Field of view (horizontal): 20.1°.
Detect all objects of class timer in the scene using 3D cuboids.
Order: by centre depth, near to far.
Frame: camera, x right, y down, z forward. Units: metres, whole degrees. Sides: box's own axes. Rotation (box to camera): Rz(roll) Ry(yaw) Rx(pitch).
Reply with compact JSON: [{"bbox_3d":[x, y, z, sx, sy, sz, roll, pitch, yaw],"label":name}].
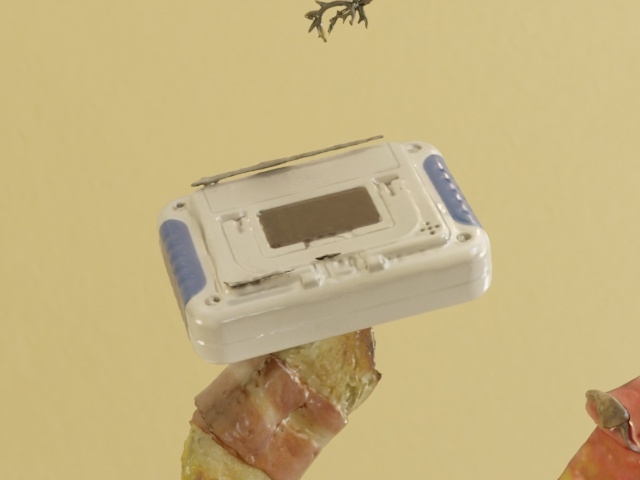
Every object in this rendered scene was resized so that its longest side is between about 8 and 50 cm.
[{"bbox_3d":[0.000,0.000,1.485,0.253,0.178,0.078,-14,-52,-9],"label":"timer"}]

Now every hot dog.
[{"bbox_3d":[-0.045,0.152,1.609,0.261,0.123,0.093,-47,25,-6],"label":"hot dog"}]

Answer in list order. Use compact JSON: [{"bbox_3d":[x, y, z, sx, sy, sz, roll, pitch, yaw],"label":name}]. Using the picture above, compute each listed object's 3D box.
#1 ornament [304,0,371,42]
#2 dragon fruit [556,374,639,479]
[{"bbox_3d":[0.016,-0.191,1.178,0.125,0.073,0.028,-69,-20,4],"label":"ornament"},{"bbox_3d":[0.215,0.103,0.717,0.274,0.161,0.126,-5,30,-15],"label":"dragon fruit"}]
